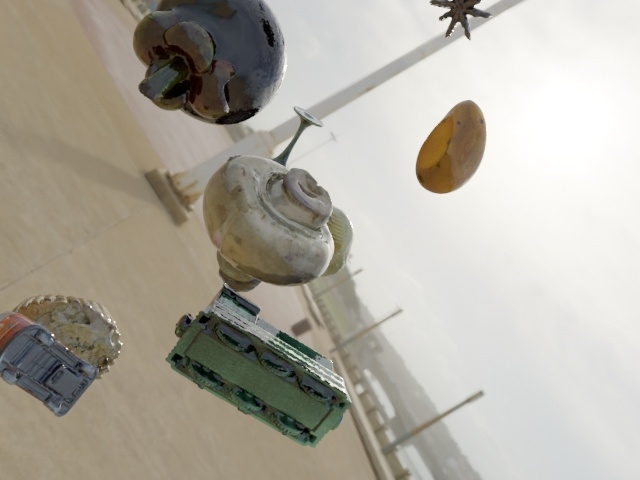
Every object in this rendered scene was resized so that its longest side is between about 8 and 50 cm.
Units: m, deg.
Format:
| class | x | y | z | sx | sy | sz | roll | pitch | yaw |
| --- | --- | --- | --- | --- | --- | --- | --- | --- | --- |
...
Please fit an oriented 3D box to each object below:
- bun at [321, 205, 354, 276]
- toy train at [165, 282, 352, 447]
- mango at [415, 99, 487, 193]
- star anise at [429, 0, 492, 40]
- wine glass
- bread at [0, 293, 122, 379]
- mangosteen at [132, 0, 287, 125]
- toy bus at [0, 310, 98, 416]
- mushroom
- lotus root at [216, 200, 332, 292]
| class | x | y | z | sx | sy | sz | roll | pitch | yaw |
| --- | --- | --- | --- | --- | --- | --- | --- | --- | --- |
| bun | 0.000 | 0.000 | 2.225 | 0.244 | 0.244 | 0.153 | 59 | 4 | 25 |
| toy train | -0.099 | 0.209 | 1.170 | 0.330 | 0.138 | 0.178 | 34 | 18 | -12 |
| mango | 0.396 | -0.269 | 1.975 | 0.191 | 0.290 | 0.160 | 18 | 10 | -41 |
| star anise | 0.300 | -0.496 | 1.422 | 0.141 | 0.141 | 0.042 | 59 | 24 | -6 |
| wine glass | -0.046 | -0.167 | 1.855 | 0.264 | 0.309 | 0.096 | 38 | 19 | 12 |
| bread | -0.590 | 0.217 | 1.500 | 0.274 | 0.274 | 0.149 | 61 | 1 | -44 |
| mangosteen | -0.150 | -0.240 | 0.869 | 0.194 | 0.194 | 0.230 | 59 | 37 | -5 |
| toy bus | -0.358 | 0.151 | 0.845 | 0.077 | 0.079 | 0.174 | 28 | -22 | 28 |
| mushroom | -0.082 | -0.040 | 1.114 | 0.255 | 0.184 | 0.255 | 27 | 43 | -29 |
| lotus root | -0.127 | -0.019 | 1.680 | 0.175 | 0.349 | 0.175 | 47 | 5 | -5 |
